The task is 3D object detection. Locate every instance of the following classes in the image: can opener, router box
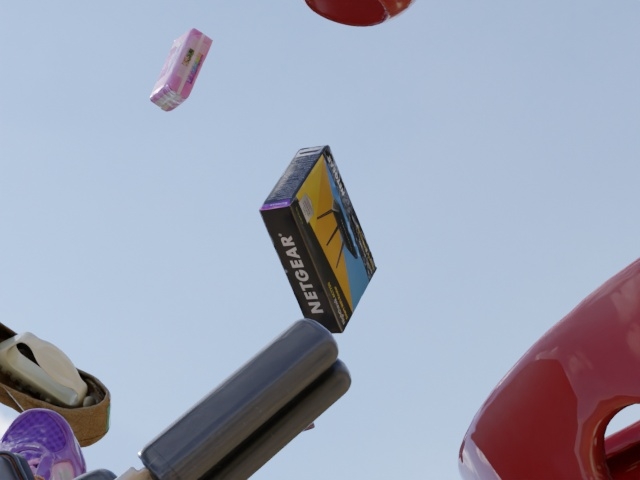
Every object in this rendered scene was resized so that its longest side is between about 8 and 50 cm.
[{"bbox_3d":[-0.104,0.153,1.029,0.280,0.093,0.074,-36,-41,-12],"label":"can opener"},{"bbox_3d":[0.000,0.000,1.680,0.178,0.046,0.133,67,-148,-28],"label":"router box"}]

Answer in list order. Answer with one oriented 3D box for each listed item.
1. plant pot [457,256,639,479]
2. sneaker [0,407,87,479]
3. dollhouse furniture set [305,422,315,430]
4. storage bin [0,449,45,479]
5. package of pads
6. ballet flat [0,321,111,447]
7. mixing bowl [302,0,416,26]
[{"bbox_3d":[0.168,0.097,0.493,0.191,0.174,0.191,-25,-26,-13],"label":"plant pot"},{"bbox_3d":[-0.263,0.232,1.274,0.095,0.236,0.104,5,-47,1],"label":"sneaker"},{"bbox_3d":[-0.067,0.159,1.642,0.091,0.114,0.081,-16,-55,0],"label":"dollhouse furniture set"},{"bbox_3d":[-0.266,0.215,1.138,0.098,0.135,0.091,-35,-36,2],"label":"storage bin"},{"bbox_3d":[-0.150,-0.182,1.559,0.032,0.083,0.050,31,-28,-24],"label":"package of pads"},{"bbox_3d":[-0.414,0.148,1.881,0.124,0.342,0.116,-54,4,43],"label":"ballet flat"},{"bbox_3d":[0.037,-0.276,1.450,0.181,0.182,0.098,50,-129,-64],"label":"mixing bowl"}]
